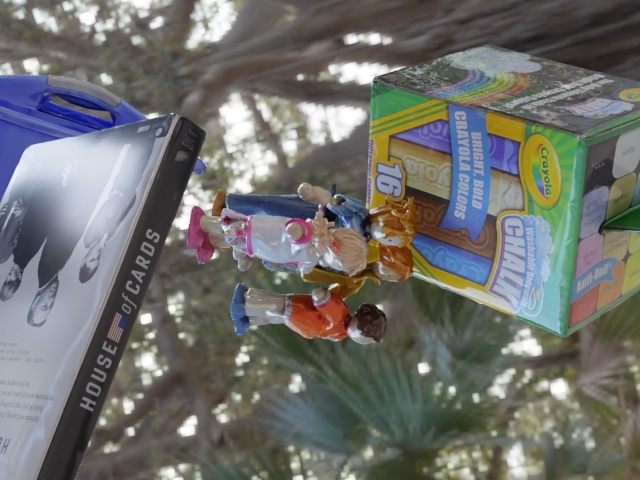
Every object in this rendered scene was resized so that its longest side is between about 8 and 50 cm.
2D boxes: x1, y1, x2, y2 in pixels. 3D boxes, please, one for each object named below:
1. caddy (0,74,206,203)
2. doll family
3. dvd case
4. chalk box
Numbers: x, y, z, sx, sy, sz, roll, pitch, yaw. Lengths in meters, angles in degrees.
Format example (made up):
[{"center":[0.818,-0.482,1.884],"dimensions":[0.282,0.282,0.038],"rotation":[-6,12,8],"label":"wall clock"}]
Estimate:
[{"center":[-0.314,-0.110,1.446],"dimensions":[0.241,0.341,0.179],"rotation":[-130,58,-74],"label":"caddy"},{"center":[0.000,0.000,0.976],"dimensions":[0.263,0.163,0.118],"rotation":[71,-154,-66],"label":"doll family"},{"center":[-0.169,0.042,0.704],"dimensions":[0.030,0.179,0.238],"rotation":[33,-114,-37],"label":"dvd case"},{"center":[0.203,-0.045,1.026],"dimensions":[0.180,0.289,0.179],"rotation":[-22,-56,-41],"label":"chalk box"}]
